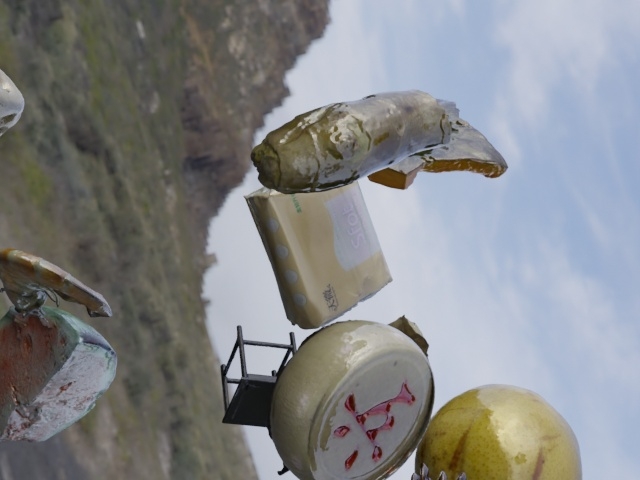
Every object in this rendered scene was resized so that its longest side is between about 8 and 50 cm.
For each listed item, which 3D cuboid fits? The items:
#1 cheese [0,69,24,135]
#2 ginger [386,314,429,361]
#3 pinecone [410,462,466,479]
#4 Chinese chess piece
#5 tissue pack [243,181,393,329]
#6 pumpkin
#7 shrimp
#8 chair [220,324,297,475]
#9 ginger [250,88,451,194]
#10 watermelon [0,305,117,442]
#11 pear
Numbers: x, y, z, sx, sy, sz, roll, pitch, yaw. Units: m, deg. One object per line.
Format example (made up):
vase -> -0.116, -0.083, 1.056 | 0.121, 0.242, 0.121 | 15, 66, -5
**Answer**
cheese -> -0.616, -0.214, 2.001 | 0.117, 0.218, 0.235 | 50, -9, 10
ginger -> 0.133, 0.207, 2.261 | 0.193, 0.122, 0.115 | 115, -38, -63
pinecone -> 0.087, 0.404, 1.504 | 0.246, 0.292, 0.246 | -1, 90, -85
Chinese chess piece -> 0.045, 0.232, 1.654 | 0.103, 0.249, 0.250 | 30, -38, 46
tissue pack -> 0.000, 0.000, 1.758 | 0.090, 0.186, 0.222 | -7, -73, 50
pumpkin -> 0.148, -0.165, 2.103 | 0.258, 0.290, 0.095 | -120, -161, -56
shrimp -> -0.367, 0.079, 1.636 | 0.058, 0.169, 0.296 | -63, -178, -19
chair -> -0.112, 0.319, 2.372 | 0.260, 0.141, 0.155 | -101, -154, -45
ginger -> 0.040, -0.126, 1.520 | 0.109, 0.262, 0.116 | 54, -30, 34
watermelon -> -0.465, 0.217, 2.031 | 0.224, 0.305, 0.180 | 34, 31, -15
pear -> 0.308, 0.407, 2.088 | 0.314, 0.314, 0.315 | 163, -90, -83
